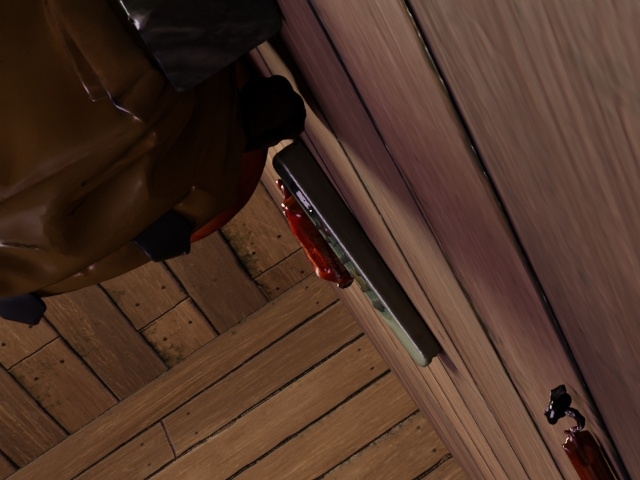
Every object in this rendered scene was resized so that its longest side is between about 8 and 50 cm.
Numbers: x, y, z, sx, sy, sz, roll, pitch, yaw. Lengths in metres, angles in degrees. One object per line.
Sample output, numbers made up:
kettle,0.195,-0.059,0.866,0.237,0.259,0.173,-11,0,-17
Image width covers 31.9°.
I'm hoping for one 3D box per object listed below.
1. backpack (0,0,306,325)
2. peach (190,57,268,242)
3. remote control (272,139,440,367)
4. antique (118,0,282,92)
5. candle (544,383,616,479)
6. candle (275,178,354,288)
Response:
backpack,-0.212,-0.134,0.933,0.201,0.353,0.378,41,-143,-56
peach,-0.175,-0.131,1.253,0.281,0.238,0.281,-173,90,-85
remote control,0.039,0.019,1.242,0.285,0.038,0.123,56,177,0
antique,-0.113,-0.202,0.757,0.183,0.088,0.086,56,177,29
candle,0.162,0.142,0.649,0.167,0.021,0.026,57,177,-31
candle,0.000,0.000,1.550,0.084,0.059,0.301,66,-176,34
